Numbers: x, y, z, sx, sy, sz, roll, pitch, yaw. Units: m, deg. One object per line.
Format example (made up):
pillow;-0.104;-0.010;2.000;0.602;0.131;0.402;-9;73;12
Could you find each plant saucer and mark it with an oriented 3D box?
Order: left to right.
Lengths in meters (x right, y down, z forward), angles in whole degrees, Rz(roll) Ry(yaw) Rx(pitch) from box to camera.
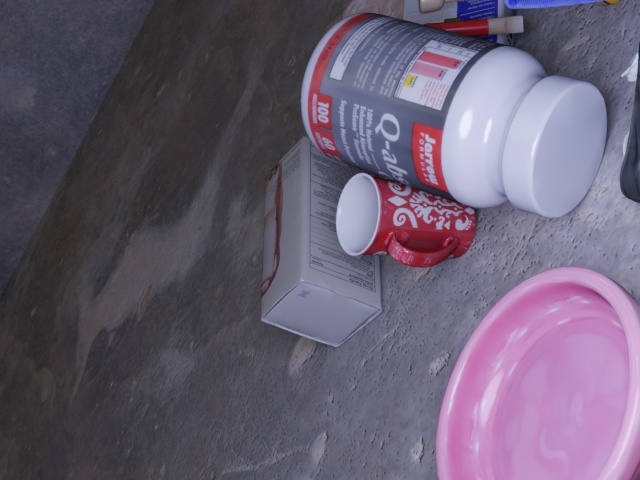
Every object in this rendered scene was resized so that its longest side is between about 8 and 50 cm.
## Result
plant saucer;0.263;0.196;1.379;0.332;0.084;0.332;-41;37;40

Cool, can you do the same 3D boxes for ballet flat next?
ballet flat;0.393;-0.172;1.428;0.096;0.095;0.280;-23;49;65

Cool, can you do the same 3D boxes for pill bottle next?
pill bottle;0.168;-0.162;1.583;0.363;0.210;0.210;22;88;38

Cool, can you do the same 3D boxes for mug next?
mug;0.124;-0.011;1.694;0.113;0.169;0.150;-42;50;48

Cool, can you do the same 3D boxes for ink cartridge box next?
ink cartridge box;0.208;-0.338;1.854;0.165;0.065;0.332;-9;54;25

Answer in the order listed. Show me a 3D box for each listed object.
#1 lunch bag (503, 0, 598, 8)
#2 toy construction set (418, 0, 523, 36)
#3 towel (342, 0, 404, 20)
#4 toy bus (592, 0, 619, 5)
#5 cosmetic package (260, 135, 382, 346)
lunch bag;0.349;-0.396;1.387;0.328;0.386;0.238;-110;13;-65
toy construction set;0.250;-0.428;1.734;0.257;0.237;0.308;77;-171;-76
towel;0.137;-0.364;2.095;0.317;0.053;0.331;-42;35;40
toy bus;0.395;-0.486;1.653;0.130;0.108;0.332;18;85;64
cosmetic package;0.000;0.000;1.946;0.129;0.153;0.296;-44;33;40
